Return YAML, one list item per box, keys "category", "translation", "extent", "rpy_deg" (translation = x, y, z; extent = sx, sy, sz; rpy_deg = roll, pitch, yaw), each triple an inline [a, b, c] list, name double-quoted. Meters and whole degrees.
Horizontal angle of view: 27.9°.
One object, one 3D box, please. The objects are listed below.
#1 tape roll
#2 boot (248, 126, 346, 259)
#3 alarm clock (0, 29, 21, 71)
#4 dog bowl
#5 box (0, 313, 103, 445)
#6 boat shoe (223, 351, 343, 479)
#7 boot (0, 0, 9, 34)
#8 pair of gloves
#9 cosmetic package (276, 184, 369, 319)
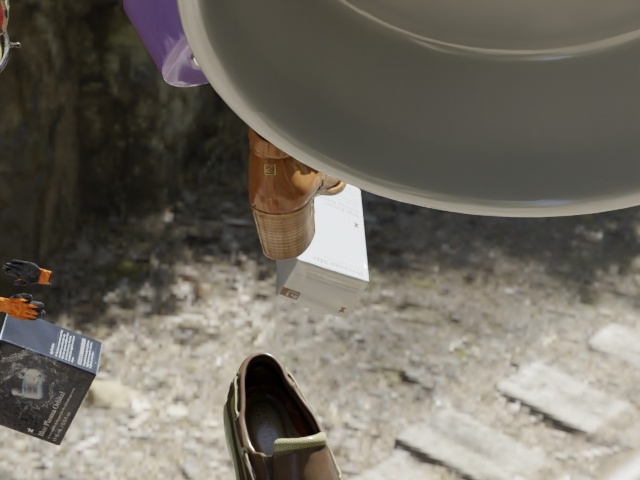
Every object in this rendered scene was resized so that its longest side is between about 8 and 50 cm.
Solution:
- category: "tape roll"
  translation: [-0.082, -0.227, 1.194]
  extent: [0.189, 0.189, 0.080]
  rpy_deg: [-20, 77, -48]
- category: "boot"
  translation: [-0.035, -0.140, 1.576]
  extent: [0.109, 0.220, 0.283]
  rpy_deg: [7, 38, 14]
- category: "alarm clock"
  translation: [-0.466, -0.255, 1.573]
  extent: [0.192, 0.064, 0.129]
  rpy_deg: [38, 46, -29]
- category: "dog bowl"
  translation: [0.079, -0.121, 0.526]
  extent: [0.265, 0.265, 0.104]
  rpy_deg: [8, 60, 0]
- category: "box"
  translation: [-0.442, 0.212, 1.987]
  extent: [0.158, 0.156, 0.093]
  rpy_deg: [23, 26, -15]
- category: "boat shoe"
  translation: [-0.026, 0.200, 1.070]
  extent: [0.095, 0.095, 0.257]
  rpy_deg: [-10, 45, -21]
- category: "boot"
  translation: [-0.490, -0.394, 1.457]
  extent: [0.377, 0.138, 0.284]
  rpy_deg: [37, 26, -31]
- category: "pair of gloves"
  translation: [-0.421, 0.071, 1.824]
  extent: [0.074, 0.083, 0.010]
  rpy_deg: [13, 5, 8]
- category: "cosmetic package"
  translation: [0.000, 0.000, 1.905]
  extent: [0.117, 0.085, 0.231]
  rpy_deg: [18, 34, -17]
